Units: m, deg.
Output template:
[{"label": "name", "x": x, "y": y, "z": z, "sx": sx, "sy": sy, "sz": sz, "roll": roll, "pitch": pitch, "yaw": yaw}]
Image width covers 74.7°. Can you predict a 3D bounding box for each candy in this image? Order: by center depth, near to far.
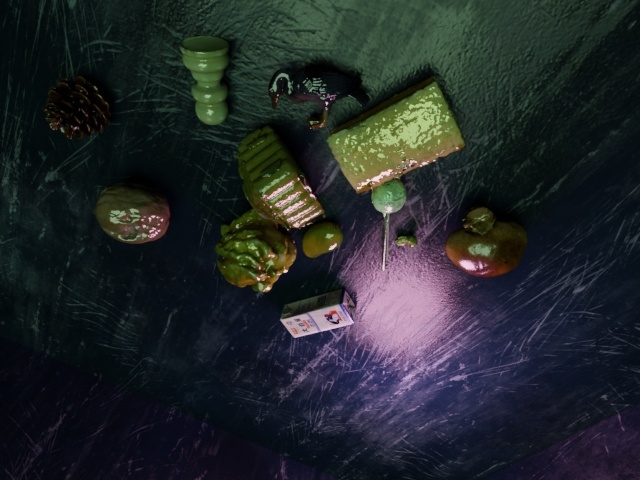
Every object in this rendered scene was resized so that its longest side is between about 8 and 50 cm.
[{"label": "candy", "x": 0.239, "y": -0.043, "z": 1.540, "sx": 0.119, "sy": 0.119, "sz": 0.439, "roll": 5, "pitch": 135, "yaw": 8}]

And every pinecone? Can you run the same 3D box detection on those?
[{"label": "pinecone", "x": -0.814, "y": -0.432, "z": 1.396, "sx": 0.208, "sy": 0.207, "sz": 0.207, "roll": 5, "pitch": 126, "yaw": 7}]

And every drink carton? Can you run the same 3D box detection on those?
[{"label": "drink carton", "x": -0.009, "y": 0.320, "z": 1.838, "sx": 0.315, "sy": 0.106, "sz": 0.130, "roll": -19, "pitch": 118, "yaw": 25}]

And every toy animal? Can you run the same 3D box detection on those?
[{"label": "toy animal", "x": -0.005, "y": -0.441, "z": 1.269, "sx": 0.299, "sy": 0.122, "sz": 0.185, "roll": -4, "pitch": 125, "yaw": 13}]

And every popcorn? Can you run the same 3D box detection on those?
[{"label": "popcorn", "x": -0.248, "y": 0.018, "z": 1.562, "sx": 0.321, "sy": 0.290, "sz": 0.325, "roll": 23, "pitch": 98, "yaw": -1}]

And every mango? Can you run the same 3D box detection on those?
[{"label": "mango", "x": -0.001, "y": -0.003, "z": 1.610, "sx": 0.191, "sy": 0.085, "sz": 0.122, "roll": -27, "pitch": 119, "yaw": 26}]

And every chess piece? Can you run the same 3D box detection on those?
[{"label": "chess piece", "x": -0.348, "y": -0.485, "z": 1.309, "sx": 0.145, "sy": 0.144, "sz": 0.251, "roll": 9, "pitch": 133, "yaw": 4}]

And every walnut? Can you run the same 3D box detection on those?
[{"label": "walnut", "x": -0.709, "y": -0.105, "z": 1.587, "sx": 0.274, "sy": 0.273, "sz": 0.226, "roll": 9, "pitch": 95, "yaw": 5}]

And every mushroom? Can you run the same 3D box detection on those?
[{"label": "mushroom", "x": 0.565, "y": 0.010, "z": 1.442, "sx": 0.263, "sy": 0.195, "sz": 0.283, "roll": -21, "pitch": 119, "yaw": 30}]

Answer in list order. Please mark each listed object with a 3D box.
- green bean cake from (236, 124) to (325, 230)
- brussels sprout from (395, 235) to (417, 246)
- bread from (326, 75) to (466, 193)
[{"label": "green bean cake", "x": -0.151, "y": -0.193, "z": 1.420, "sx": 0.202, "sy": 0.285, "sz": 0.310, "roll": -32, "pitch": 141, "yaw": 4}, {"label": "brussels sprout", "x": 0.324, "y": 0.000, "z": 1.573, "sx": 0.083, "sy": 0.051, "sz": 0.046, "roll": 10, "pitch": 100, "yaw": 35}, {"label": "bread", "x": 0.228, "y": -0.308, "z": 1.294, "sx": 0.376, "sy": 0.165, "sz": 0.236, "roll": -21, "pitch": 115, "yaw": 25}]
